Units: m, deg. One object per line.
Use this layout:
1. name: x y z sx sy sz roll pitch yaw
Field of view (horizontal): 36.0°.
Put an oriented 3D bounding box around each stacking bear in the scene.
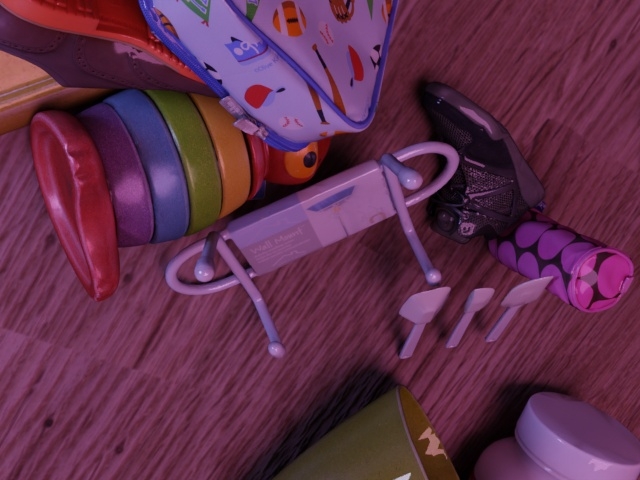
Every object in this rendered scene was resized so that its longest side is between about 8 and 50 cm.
1. stacking bear: -0.119 -0.085 0.966 0.289 0.164 0.175 -19 127 -24

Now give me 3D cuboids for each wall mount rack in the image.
1. wall mount rack: 0.000 0.000 1.015 0.350 0.131 0.304 -25 153 2

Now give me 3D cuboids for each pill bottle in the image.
1. pill bottle: 0.294 0.432 1.399 0.229 0.229 0.408 10 112 -29

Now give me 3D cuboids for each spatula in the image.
1. spatula: 0.172 0.095 1.199 0.168 0.019 0.242 -11 159 -8

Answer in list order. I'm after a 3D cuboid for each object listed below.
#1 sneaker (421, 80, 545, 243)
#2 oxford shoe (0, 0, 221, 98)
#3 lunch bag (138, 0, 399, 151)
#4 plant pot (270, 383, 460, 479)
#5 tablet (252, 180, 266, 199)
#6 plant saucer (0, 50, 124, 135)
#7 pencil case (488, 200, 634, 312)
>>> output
1. sneaker: 0.166 -0.078 1.148 0.130 0.087 0.227 -47 131 -4
2. oxford shoe: -0.173 -0.175 0.854 0.271 0.097 0.098 17 142 -39
3. lunch bag: -0.026 -0.233 0.864 0.243 0.114 0.303 42 50 -38
4. plant pot: 0.030 0.369 1.242 0.293 0.275 0.275 -27 126 8
5. tablet: -0.084 -0.082 1.077 0.054 0.006 0.083 -6 120 -23
6. plant saucer: -0.268 -0.248 0.855 0.332 0.081 0.333 -23 124 -13
7. pencil case: 0.291 0.019 1.186 0.098 0.209 0.095 21 101 -22
